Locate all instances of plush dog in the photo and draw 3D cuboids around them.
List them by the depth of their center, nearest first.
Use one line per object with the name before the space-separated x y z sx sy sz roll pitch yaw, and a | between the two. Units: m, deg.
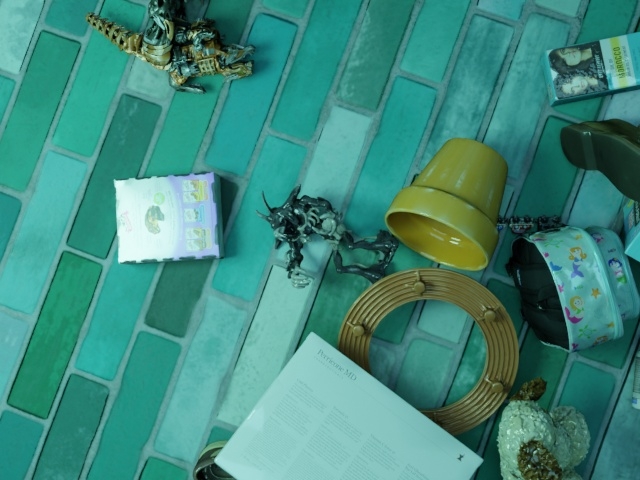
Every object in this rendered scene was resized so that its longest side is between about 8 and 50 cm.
plush dog | 0.370 0.370 1.600 0.210 0.262 0.225 -16 124 11

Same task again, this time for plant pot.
plant pot | 0.249 -0.076 1.689 0.205 0.205 0.188 27 73 5

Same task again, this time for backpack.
backpack | 0.444 0.080 1.621 0.191 0.253 0.225 -16 91 5

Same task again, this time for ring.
ring | 0.197 0.215 1.706 0.336 0.032 0.337 1 103 3

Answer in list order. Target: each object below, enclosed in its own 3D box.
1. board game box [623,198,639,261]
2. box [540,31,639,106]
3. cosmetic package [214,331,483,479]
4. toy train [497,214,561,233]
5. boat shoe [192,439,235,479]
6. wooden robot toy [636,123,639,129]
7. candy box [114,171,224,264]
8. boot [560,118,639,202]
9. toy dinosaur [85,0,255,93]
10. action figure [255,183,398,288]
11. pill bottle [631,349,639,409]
board game box | 0.696 0.035 1.608 0.336 0.254 0.079 31 115 5
box | 0.547 -0.327 1.736 0.244 0.060 0.100 -11 86 3
cosmetic package | 0.048 0.387 1.619 0.377 0.097 0.284 37 75 7
toy train | 0.377 -0.030 1.752 0.158 0.027 0.036 0 98 4
boat shoe | -0.067 0.425 1.711 0.342 0.123 0.123 1 87 4
wooden robot toy | 0.617 -0.192 1.714 0.079 0.076 0.173 4 87 -2
candy box | -0.289 -0.041 1.777 0.196 0.070 0.165 -4 87 3
boot | 0.548 -0.155 1.623 0.115 0.305 0.112 -19 118 -9
toy dinosaur | -0.283 -0.397 1.763 0.322 0.164 0.218 7 105 -17
action figure | 0.000 0.000 1.715 0.275 0.141 0.164 21 121 0
pill bottle | 0.616 0.242 1.694 0.078 0.078 0.137 6 88 4
